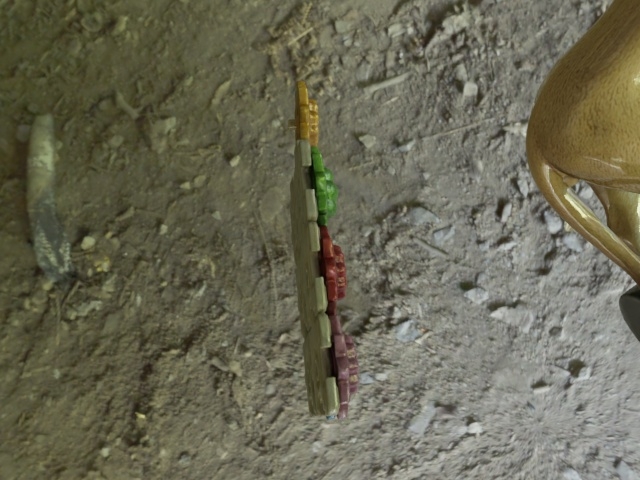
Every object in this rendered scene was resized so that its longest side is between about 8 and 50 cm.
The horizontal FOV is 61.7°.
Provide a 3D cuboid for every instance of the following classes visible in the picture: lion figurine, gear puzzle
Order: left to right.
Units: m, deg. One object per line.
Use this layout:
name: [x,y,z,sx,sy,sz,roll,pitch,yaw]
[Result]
gear puzzle: [0.000,0.000,0.533,0.044,0.175,0.339,-4,71,-8]
lion figurine: [0.225,-0.137,0.311,0.240,0.142,0.392,23,103,-8]

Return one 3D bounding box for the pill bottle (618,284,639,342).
pill bottle: [0.359,0.019,0.417,0.219,0.123,0.123,-34,63,2]
